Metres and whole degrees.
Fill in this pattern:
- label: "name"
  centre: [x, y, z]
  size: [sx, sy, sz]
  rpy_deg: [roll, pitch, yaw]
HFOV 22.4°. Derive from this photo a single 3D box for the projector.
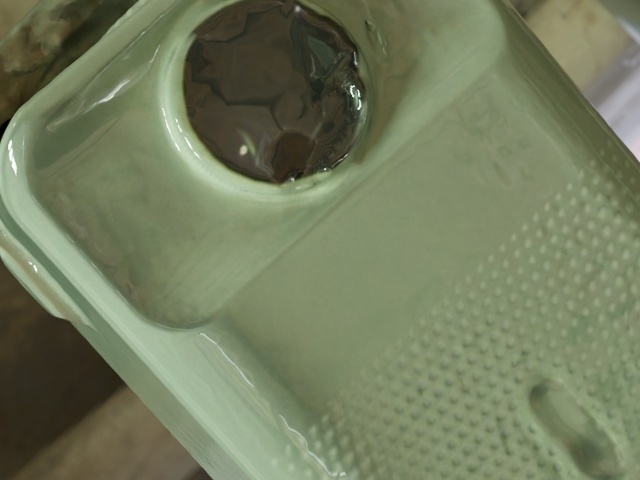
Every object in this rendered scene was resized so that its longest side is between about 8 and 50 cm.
- label: "projector"
  centre: [0.000, 0.000, 0.525]
  size: [0.242, 0.163, 0.177]
  rpy_deg: [50, 168, -5]
